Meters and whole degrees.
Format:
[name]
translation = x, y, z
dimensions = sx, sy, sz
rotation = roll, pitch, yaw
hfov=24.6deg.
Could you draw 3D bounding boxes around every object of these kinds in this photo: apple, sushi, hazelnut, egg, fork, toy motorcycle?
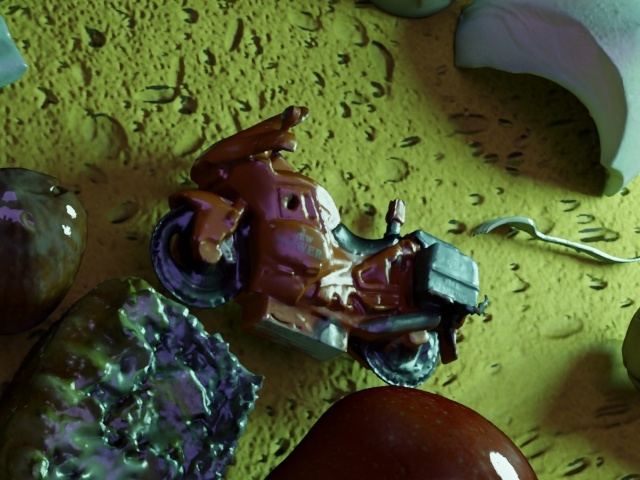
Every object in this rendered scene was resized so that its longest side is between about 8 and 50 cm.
[apple]
translation = 0.061, 0.247, 1.216
dimensions = 0.260, 0.260, 0.216
rotation = -28, 62, -36
[sushi]
translation = -0.156, 0.141, 1.197
dimensions = 0.184, 0.139, 0.274
rotation = 36, 58, -16
[hazelnut]
translation = -0.266, 0.004, 1.193
dimensions = 0.154, 0.143, 0.143
rotation = 3, 69, -28
[egg]
translation = 0.307, -0.202, 1.599
dimensions = 0.271, 0.162, 0.206
rotation = 48, 56, -7
[fork]
translation = 0.261, -0.001, 1.569
dimensions = 0.219, 0.034, 0.028
rotation = 10, 74, -27
[toy motorcycle]
translation = 0.000, 0.000, 1.351
dimensions = 0.326, 0.148, 0.221
rotation = 24, 62, -26

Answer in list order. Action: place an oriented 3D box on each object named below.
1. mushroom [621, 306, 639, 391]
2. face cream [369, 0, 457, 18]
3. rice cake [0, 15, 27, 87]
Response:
[mushroom]
translation = 0.499, 0.171, 1.583
dimensions = 0.407, 0.137, 0.154
rotation = 32, 70, -23
[face cream]
translation = 0.127, -0.347, 1.531
dimensions = 0.175, 0.195, 0.175
rotation = 11, 66, -25
[rice cake]
translation = -0.355, -0.135, 1.252
dimensions = 0.222, 0.042, 0.080
rotation = -30, 82, -36
